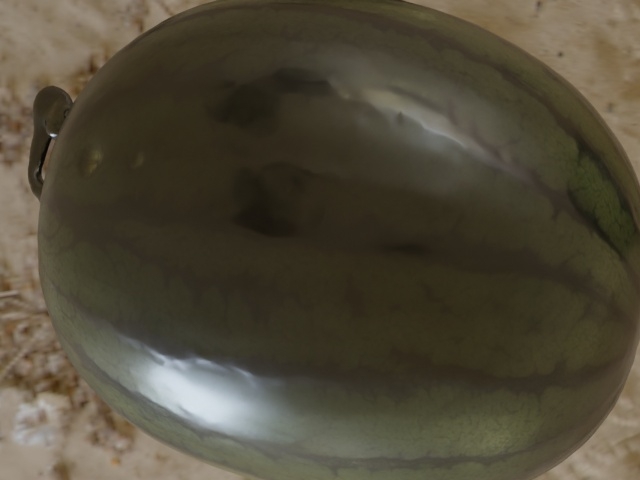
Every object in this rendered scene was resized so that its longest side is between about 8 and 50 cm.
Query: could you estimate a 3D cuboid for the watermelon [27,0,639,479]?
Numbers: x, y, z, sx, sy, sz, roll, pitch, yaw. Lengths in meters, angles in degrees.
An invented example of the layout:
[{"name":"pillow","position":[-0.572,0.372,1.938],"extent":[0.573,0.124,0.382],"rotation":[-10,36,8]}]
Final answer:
[{"name":"watermelon","position":[0.000,0.000,0.840],"extent":[0.359,0.279,0.278],"rotation":[11,100,7]}]
